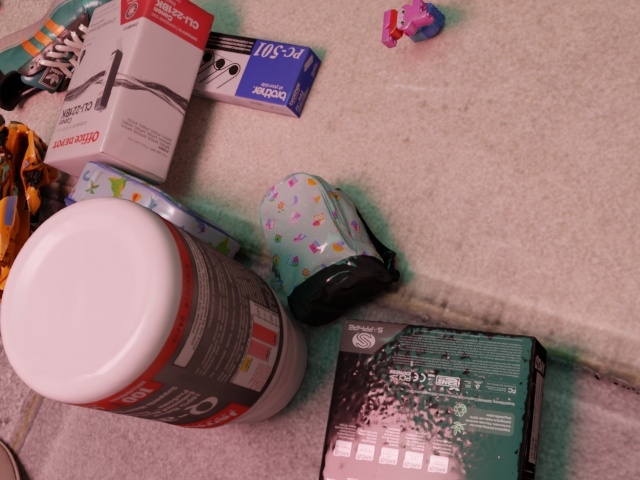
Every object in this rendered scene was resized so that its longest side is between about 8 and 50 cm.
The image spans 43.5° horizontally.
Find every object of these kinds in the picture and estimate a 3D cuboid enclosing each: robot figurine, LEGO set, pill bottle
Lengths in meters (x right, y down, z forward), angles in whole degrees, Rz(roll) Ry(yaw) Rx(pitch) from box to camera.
[{"bbox_3d":[-0.464,-0.045,1.223,0.085,0.211,0.290,1,76,2],"label":"robot figurine"},{"bbox_3d":[0.155,-0.363,1.098,0.093,0.087,0.227,-7,69,39],"label":"LEGO set"},{"bbox_3d":[-0.163,0.105,0.925,0.210,0.363,0.210,-8,69,22],"label":"pill bottle"}]

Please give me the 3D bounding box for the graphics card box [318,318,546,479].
[{"bbox_3d":[0.114,0.281,0.893,0.233,0.094,0.370,2,74,26],"label":"graphics card box"}]

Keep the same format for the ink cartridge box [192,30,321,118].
[{"bbox_3d":[-0.110,-0.253,1.207,0.207,0.046,0.097,16,81,28],"label":"ink cartridge box"}]

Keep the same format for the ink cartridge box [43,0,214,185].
[{"bbox_3d":[-0.290,-0.224,1.208,0.197,0.114,0.272,-1,71,48],"label":"ink cartridge box"}]

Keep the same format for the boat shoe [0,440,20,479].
[{"bbox_3d":[-0.546,0.322,1.183,0.335,0.112,0.095,33,106,35],"label":"boat shoe"}]

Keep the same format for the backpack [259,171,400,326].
[{"bbox_3d":[0.000,0.000,1.031,0.152,0.115,0.182,-30,60,16],"label":"backpack"}]

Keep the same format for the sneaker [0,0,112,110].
[{"bbox_3d":[-0.438,-0.314,1.351,0.302,0.108,0.121,-24,65,25],"label":"sneaker"}]

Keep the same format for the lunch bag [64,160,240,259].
[{"bbox_3d":[-0.228,-0.019,1.107,0.219,0.176,0.090,25,84,33],"label":"lunch bag"}]
